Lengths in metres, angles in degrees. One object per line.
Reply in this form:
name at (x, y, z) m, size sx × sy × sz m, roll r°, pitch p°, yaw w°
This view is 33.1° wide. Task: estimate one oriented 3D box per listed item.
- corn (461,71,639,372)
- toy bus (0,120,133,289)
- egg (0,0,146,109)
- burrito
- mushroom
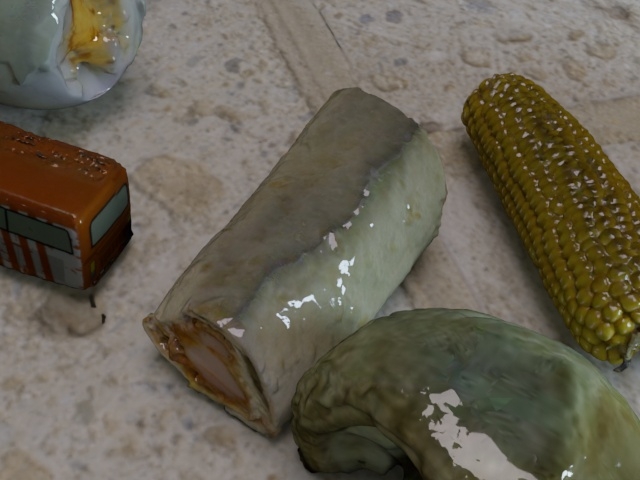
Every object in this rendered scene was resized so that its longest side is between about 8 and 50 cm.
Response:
corn at (0.206, -0.023, 0.873) m, size 0.102 × 0.101 × 0.310 m, roll -7°, pitch 47°, yaw -12°
toy bus at (-0.348, -0.069, 0.859) m, size 0.409 × 0.092 × 0.093 m, roll 18°, pitch 46°, yaw 9°
egg at (-0.272, -0.213, 0.942) m, size 0.217 × 0.183 × 0.183 m, roll 25°, pitch 50°, yaw 26°
burrito at (-0.003, -0.001, 0.827) m, size 0.143 × 0.105 × 0.299 m, roll 23°, pitch 51°, yaw 20°
mushroom at (0.115, 0.139, 0.669) m, size 0.190 × 0.164 × 0.267 m, roll -22°, pitch 53°, yaw -23°
